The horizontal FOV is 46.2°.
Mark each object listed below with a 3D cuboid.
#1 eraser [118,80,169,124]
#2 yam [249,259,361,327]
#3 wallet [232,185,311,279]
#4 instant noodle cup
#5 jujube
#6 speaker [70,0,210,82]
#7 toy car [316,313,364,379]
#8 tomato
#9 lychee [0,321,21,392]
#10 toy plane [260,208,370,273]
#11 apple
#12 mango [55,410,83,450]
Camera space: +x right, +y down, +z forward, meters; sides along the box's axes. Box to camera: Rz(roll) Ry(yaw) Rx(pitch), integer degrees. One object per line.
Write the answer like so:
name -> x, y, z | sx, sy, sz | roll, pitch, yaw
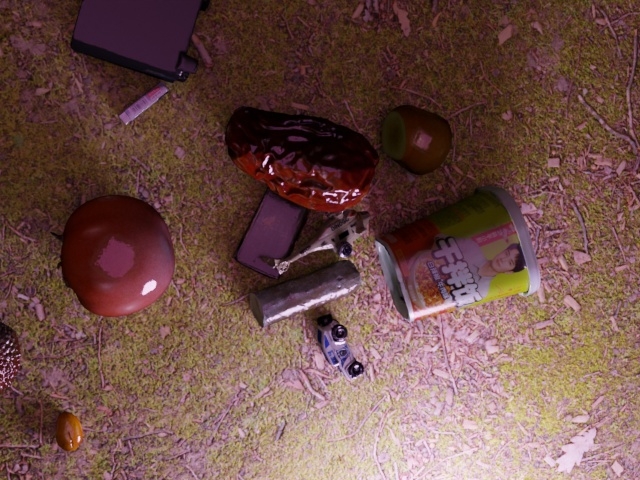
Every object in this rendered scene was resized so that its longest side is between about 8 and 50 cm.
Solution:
eraser -> -0.385, -0.299, 1.635 | 0.122, 0.052, 0.029 | -39, 103, -7
yam -> -0.034, 0.121, 1.759 | 0.259, 0.093, 0.093 | -20, 101, -13
wallet -> -0.104, -0.033, 1.753 | 0.122, 0.031, 0.232 | 26, 87, -13
instant noodle cup -> 0.308, 0.044, 1.764 | 0.308, 0.294, 0.293 | -20, 101, -5
jujube -> -0.048, -0.188, 1.666 | 0.342, 0.216, 0.216 | 22, 91, -9
speaker -> -0.362, -0.473, 1.555 | 0.254, 0.184, 0.232 | 15, 93, -19
toy car -> 0.040, 0.256, 1.799 | 0.070, 0.080, 0.170 | -27, 103, -10
tomato -> -0.423, 0.030, 1.566 | 0.225, 0.256, 0.255 | -15, 101, 3
lychee -> -0.712, 0.257, 1.557 | 0.165, 0.165, 0.197 | 40, 86, -16
toy plane -> 0.000, 0.000, 1.731 | 0.286, 0.092, 0.108 | -33, 126, -19
apple -> 0.223, -0.233, 1.758 | 0.163, 0.146, 0.147 | 21, 95, -18
mango -> -0.564, 0.425, 1.678 | 0.060, 0.046, 0.089 | -14, 96, -12
